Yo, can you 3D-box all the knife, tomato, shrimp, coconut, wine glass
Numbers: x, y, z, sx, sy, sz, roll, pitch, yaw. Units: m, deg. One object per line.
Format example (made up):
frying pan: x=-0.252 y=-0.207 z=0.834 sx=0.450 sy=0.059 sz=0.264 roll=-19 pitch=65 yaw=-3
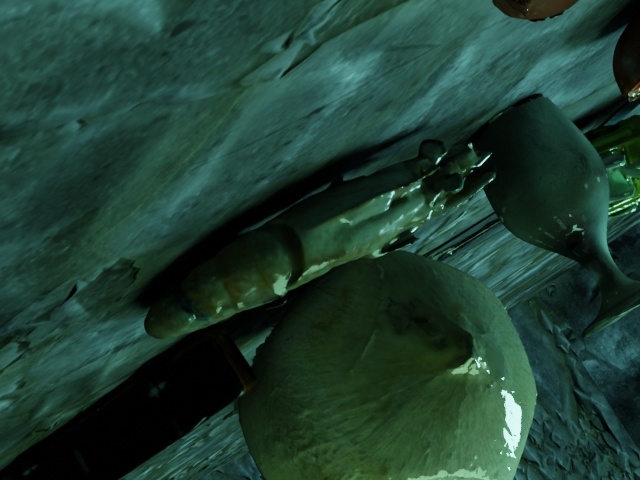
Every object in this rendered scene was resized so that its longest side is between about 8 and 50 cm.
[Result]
knife: x=0.379 y=-0.137 z=1.766 sx=0.044 sy=0.019 sz=0.313 roll=-23 pitch=164 yaw=-29
tomato: x=0.344 y=-0.205 z=1.203 sx=0.155 sy=0.069 sz=0.155 roll=-28 pitch=167 yaw=-7
shrimp: x=0.000 y=0.000 z=1.173 sx=0.360 sy=0.085 sz=0.247 roll=-27 pitch=178 yaw=-7
coconut: x=0.090 y=0.181 z=1.522 sx=0.346 sy=0.346 sz=0.360 roll=-22 pitch=168 yaw=-41
wine glass: x=0.256 y=-0.026 z=1.305 sx=0.126 sy=0.241 sz=0.126 roll=-30 pitch=168 yaw=-7

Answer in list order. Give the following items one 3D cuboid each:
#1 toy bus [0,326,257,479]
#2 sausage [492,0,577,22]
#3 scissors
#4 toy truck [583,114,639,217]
toy bus: x=-0.247 y=0.239 z=1.496 sx=0.408 sy=0.093 sz=0.092 roll=-35 pitch=177 yaw=21
sausage: x=0.134 y=-0.177 z=0.742 sx=0.076 sy=0.076 sz=0.141 roll=-30 pitch=169 yaw=-9
scissors: x=0.169 y=0.030 z=1.899 sx=0.317 sy=0.024 sz=0.160 roll=-32 pitch=167 yaw=0
toy truck: x=0.425 y=-0.100 z=1.621 sx=0.259 sy=0.128 sz=0.135 roll=-22 pitch=-170 yaw=-32
